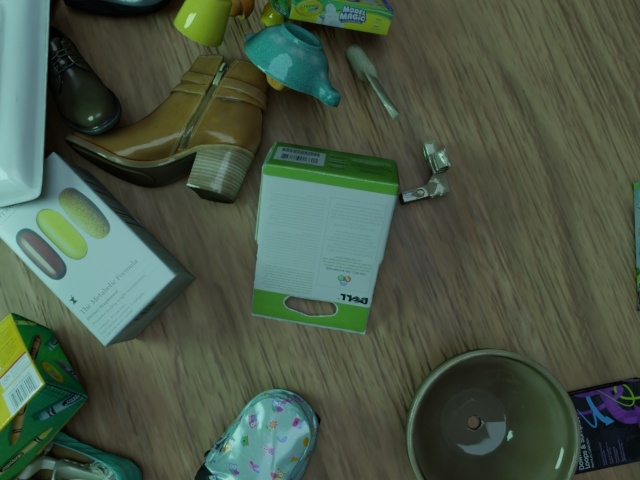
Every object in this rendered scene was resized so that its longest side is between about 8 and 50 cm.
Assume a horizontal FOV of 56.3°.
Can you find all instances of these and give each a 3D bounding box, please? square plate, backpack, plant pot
[{"bbox_3d":[-0.538,-0.197,0.848,0.347,0.049,0.344,-10,74,18],"label":"square plate"},{"bbox_3d":[-0.075,0.300,0.848,0.152,0.115,0.182,33,82,5],"label":"backpack"},{"bbox_3d":[0.235,0.271,0.857,0.237,0.110,0.237,0,85,0],"label":"plant pot"}]

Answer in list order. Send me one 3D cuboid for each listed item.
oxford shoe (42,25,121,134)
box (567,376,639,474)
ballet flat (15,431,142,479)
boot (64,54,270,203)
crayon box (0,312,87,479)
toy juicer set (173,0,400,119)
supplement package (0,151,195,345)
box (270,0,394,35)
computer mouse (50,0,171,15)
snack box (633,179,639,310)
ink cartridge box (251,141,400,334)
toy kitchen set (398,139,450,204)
[{"bbox_3d":[-0.365,-0.234,0.862,0.083,0.096,0.227,-38,61,-12],"label":"oxford shoe"},{"bbox_3d":[0.420,0.280,0.899,0.162,0.029,0.116,-12,85,-1],"label":"box"},{"bbox_3d":[-0.380,0.321,0.855,0.247,0.087,0.083,16,85,1],"label":"ballet flat"},{"bbox_3d":[-0.222,-0.191,0.903,0.283,0.109,0.220,12,77,11],"label":"boot"},{"bbox_3d":[-0.471,0.259,0.823,0.278,0.081,0.165,-48,50,-4],"label":"crayon box"},{"bbox_3d":[-0.041,-0.278,0.893,0.329,0.209,0.089,26,122,-13],"label":"toy juicer set"},{"bbox_3d":[-0.324,0.015,0.862,0.244,0.134,0.139,44,85,3],"label":"supplement package"},{"bbox_3d":[0.010,-0.360,0.899,0.179,0.043,0.105,1,41,-17],"label":"box"},{"bbox_3d":[-0.329,-0.423,0.943,0.272,0.072,0.188,12,86,13],"label":"computer mouse"},{"bbox_3d":[0.579,0.007,0.907,0.174,0.070,0.207,2,85,0],"label":"snack box"},{"bbox_3d":[0.000,0.000,0.897,0.189,0.097,0.255,9,119,0],"label":"ink cartridge box"},{"bbox_3d":[0.154,-0.107,0.913,0.075,0.068,0.083,-14,84,-2],"label":"toy kitchen set"}]
